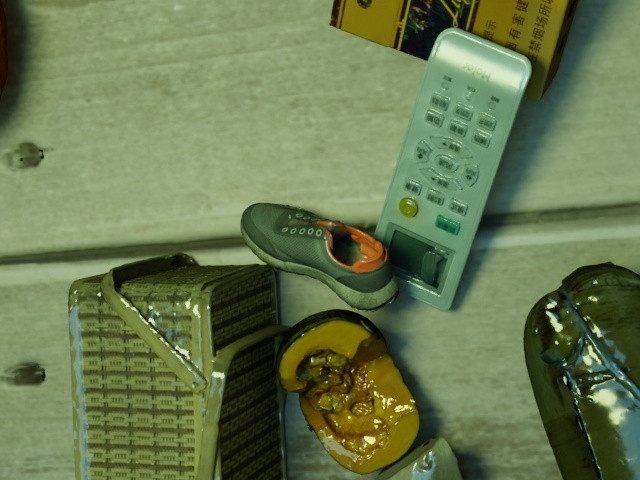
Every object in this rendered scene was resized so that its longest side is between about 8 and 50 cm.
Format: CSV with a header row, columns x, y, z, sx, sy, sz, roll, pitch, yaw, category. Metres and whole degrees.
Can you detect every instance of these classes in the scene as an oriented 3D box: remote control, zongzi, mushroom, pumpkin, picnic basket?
x,y,z,sx,sy,sz,roll,pitch,yaw,category
0.131,-0.072,1.792,0.103,0.051,0.293,25,118,15,remote control
0.411,0.156,1.717,0.393,0.174,0.356,-21,83,6,zongzi
0.107,0.320,1.839,0.108,0.096,0.247,-2,99,14,mushroom
0.022,0.143,1.833,0.119,0.107,0.183,-25,116,4,pumpkin
-0.136,0.174,1.820,0.175,0.228,0.312,-1,95,16,picnic basket

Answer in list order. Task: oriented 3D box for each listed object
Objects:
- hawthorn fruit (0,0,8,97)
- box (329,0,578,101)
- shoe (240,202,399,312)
x,y,z,sx,sy,sz,roll,pitch,yaw,category
-0.433,-0.233,1.854,0.242,0.242,0.271,35,123,9,hawthorn fruit
0.138,-0.253,1.767,0.237,0.070,0.152,21,130,10,box
-0.001,-0.001,1.825,0.194,0.077,0.074,30,57,25,shoe
